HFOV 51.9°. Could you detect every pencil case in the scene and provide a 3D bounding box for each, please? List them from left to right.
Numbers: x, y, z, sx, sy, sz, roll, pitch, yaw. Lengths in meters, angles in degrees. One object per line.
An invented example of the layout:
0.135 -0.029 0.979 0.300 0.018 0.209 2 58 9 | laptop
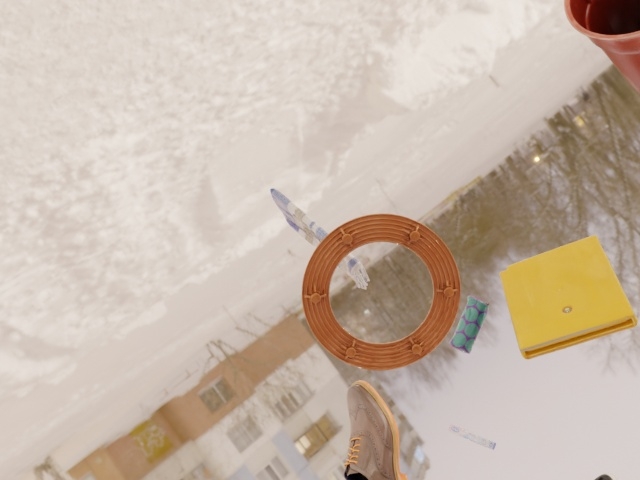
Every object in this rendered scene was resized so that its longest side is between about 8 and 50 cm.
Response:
0.407 0.231 1.803 0.151 0.064 0.070 -67 -163 -1 | pencil case

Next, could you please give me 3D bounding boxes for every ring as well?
0.128 0.112 1.368 0.336 0.336 0.032 -38 -173 4 | ring

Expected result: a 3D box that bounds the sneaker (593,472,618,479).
0.582 0.616 1.472 0.121 0.079 0.217 4 117 -28 | sneaker

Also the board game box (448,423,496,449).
0.369 0.477 1.600 0.090 0.090 0.020 35 75 -48 | board game box

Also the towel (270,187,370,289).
0.000 0.000 1.560 0.034 0.285 0.209 -47 163 -6 | towel

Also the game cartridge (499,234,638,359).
0.636 0.143 1.731 0.285 0.052 0.323 -22 -148 19 | game cartridge

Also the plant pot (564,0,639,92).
0.652 -0.425 1.265 0.272 0.272 0.265 -39 135 20 | plant pot

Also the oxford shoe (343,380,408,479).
0.120 0.532 1.659 0.133 0.363 0.130 1 149 -33 | oxford shoe
